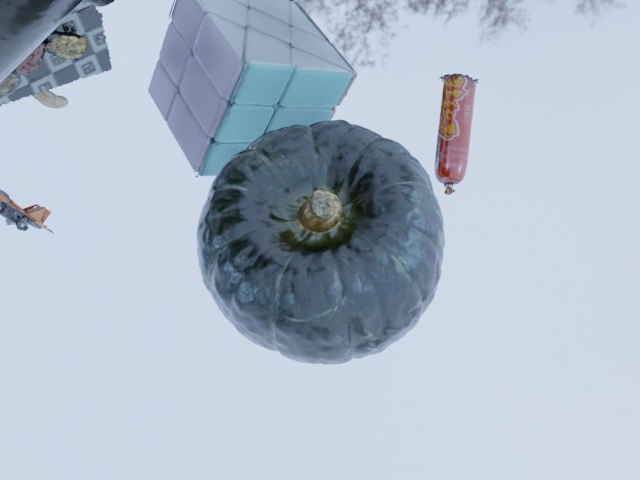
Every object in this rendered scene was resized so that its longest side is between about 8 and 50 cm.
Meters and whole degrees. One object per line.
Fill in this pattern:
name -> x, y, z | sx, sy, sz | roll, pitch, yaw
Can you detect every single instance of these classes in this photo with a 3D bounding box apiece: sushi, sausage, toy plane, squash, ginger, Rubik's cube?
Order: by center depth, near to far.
squash -> 0.000, 0.000, 0.652 | 0.165, 0.252, 0.252 | 82, -162, -55
sausage -> 0.162, -0.129, 0.790 | 0.048, 0.050, 0.145 | -2, -81, -73
sushi -> -0.359, -0.245, 0.820 | 0.201, 0.139, 0.031 | -28, -128, -26
Rubik's cube -> -0.121, -0.258, 1.059 | 0.231, 0.225, 0.221 | -8, -127, -41
toy plane -> -0.609, -0.061, 1.253 | 0.188, 0.135, 0.062 | 32, -101, -60
ginger -> -0.662, -0.406, 1.459 | 0.259, 0.065, 0.149 | 56, -174, 35

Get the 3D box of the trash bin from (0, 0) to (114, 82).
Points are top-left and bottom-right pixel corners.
trash bin -> -0.283, -0.206, 0.454 | 0.252, 0.301, 0.203 | 41, -169, -45
